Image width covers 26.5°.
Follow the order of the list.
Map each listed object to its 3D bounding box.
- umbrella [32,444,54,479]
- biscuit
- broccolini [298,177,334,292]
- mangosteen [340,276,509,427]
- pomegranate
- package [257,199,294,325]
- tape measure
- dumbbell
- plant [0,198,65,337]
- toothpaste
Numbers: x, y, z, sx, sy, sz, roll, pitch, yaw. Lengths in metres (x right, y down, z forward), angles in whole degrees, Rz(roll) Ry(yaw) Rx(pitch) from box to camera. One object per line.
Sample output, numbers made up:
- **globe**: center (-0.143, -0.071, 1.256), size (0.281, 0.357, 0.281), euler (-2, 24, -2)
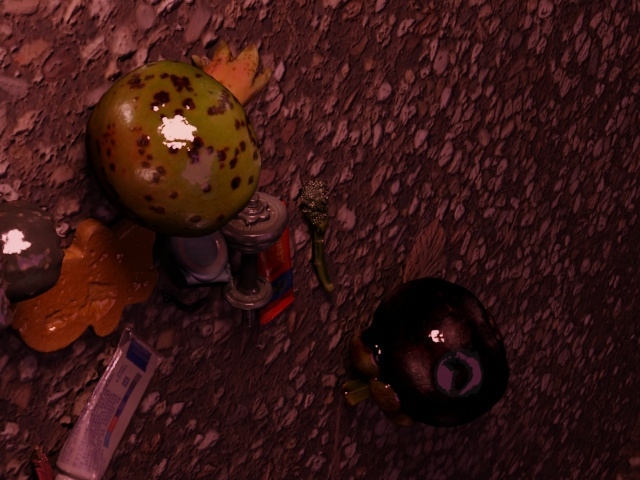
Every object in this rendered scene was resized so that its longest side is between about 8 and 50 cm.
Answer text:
- **umbrella**: center (-0.389, 0.344, 1.931), size (0.025, 0.027, 0.165), euler (-4, 131, 1)
- **biscuit**: center (-0.320, 0.061, 1.812), size (0.249, 0.035, 0.184), euler (-32, 135, -35)
- **broccolini**: center (0.000, 0.000, 2.179), size (0.051, 0.054, 0.239), euler (-53, 150, -37)
- **mangosteen**: center (0.175, 0.214, 2.405), size (0.302, 0.275, 0.275), euler (-27, 144, 7)
- **pomegranate**: center (-0.181, -0.148, 1.722), size (0.231, 0.230, 0.286), euler (47, 46, -55)
- **package**: center (-0.075, 0.037, 2.127), size (0.083, 0.022, 0.200), euler (-34, 136, -34)
- **tape measure**: center (-0.196, 0.042, 1.961), size (0.104, 0.107, 0.180), euler (-8, 163, -20)
- **dumbbell**: center (-0.107, 0.032, 2.020), size (0.110, 0.110, 0.255), euler (-33, 143, -35)
- **plant**: center (-0.418, 0.034, 1.554), size (0.256, 0.164, 0.142), euler (-14, 113, -27)
- **toothpaste**: center (-0.314, 0.265, 1.938), size (0.099, 0.068, 0.283), euler (110, 5, -72)
